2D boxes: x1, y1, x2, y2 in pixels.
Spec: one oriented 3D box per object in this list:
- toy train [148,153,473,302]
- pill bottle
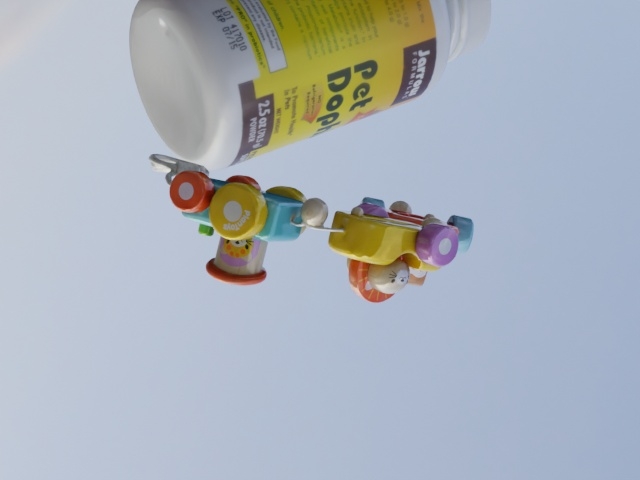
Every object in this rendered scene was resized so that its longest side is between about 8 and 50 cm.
[{"bbox_3d":[0.000,0.000,0.754,0.125,0.166,0.046,-150,-109,-74],"label":"toy train"},{"bbox_3d":[-0.002,-0.127,0.999,0.215,0.117,0.117,-22,-166,-27],"label":"pill bottle"}]
